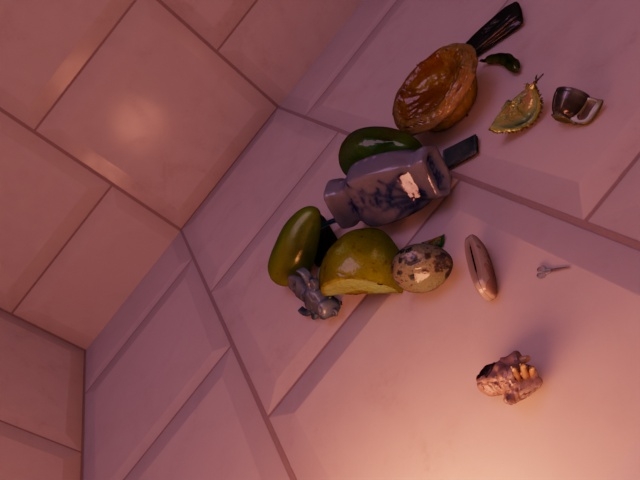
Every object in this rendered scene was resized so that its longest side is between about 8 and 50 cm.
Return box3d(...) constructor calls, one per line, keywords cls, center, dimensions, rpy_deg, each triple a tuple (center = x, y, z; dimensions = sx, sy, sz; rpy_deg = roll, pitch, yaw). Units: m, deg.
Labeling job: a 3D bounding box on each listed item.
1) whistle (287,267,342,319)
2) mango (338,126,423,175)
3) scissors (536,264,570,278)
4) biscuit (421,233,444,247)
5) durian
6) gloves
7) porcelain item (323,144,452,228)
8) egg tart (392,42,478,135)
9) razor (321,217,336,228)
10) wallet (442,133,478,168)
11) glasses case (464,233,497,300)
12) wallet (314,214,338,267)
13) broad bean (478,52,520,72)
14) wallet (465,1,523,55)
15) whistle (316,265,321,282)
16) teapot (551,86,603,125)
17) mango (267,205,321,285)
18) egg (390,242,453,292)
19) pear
box3d(cls="whistle", center=(-0.028, 0.189, 1.881), dimensions=(0.093, 0.180, 0.269), rpy_deg=(-22, 33, -34))
box3d(cls="mango", center=(0.213, -0.308, 1.993), dimensions=(0.382, 0.225, 0.201), rpy_deg=(3, 56, 54))
box3d(cls="scissors", center=(0.551, 0.070, 1.313), dimensions=(0.083, 0.006, 0.036), rpy_deg=(-16, 47, 47))
box3d(cls="biscuit", center=(0.337, 0.012, 1.676), dimensions=(0.089, 0.016, 0.046), rpy_deg=(-22, 40, 42))
box3d(cls="durian", center=(0.602, -0.393, 1.657), dimensions=(0.215, 0.100, 0.086), rpy_deg=(-49, 31, 20))
box3d(cls="gloves", center=(0.403, 0.299, 1.185), dimensions=(0.110, 0.094, 0.144), rpy_deg=(-32, 3, -12))
box3d(cls="porcelain item", center=(0.217, -0.174, 1.835), dimensions=(0.405, 0.242, 0.178), rpy_deg=(-17, 22, 39))
box3d(cls="egg tart", center=(0.429, -0.523, 1.989), dimensions=(0.388, 0.169, 0.388), rpy_deg=(-38, 33, 30))
box3d(cls="razor", center=(0.002, -0.045, 2.141), dimensions=(0.191, 0.037, 0.068), rpy_deg=(-32, 37, 33))
box3d(cls="wallet", center=(0.460, -0.287, 1.820), dimensions=(0.129, 0.026, 0.088), rpy_deg=(-25, 43, 38))
box3d(cls="glasses case", center=(0.415, 0.067, 1.438), dimensions=(0.051, 0.081, 0.204), rpy_deg=(-32, 36, 29))
box3d(cls="wallet", center=(0.001, 0.000, 2.163), dimensions=(0.124, 0.025, 0.244), rpy_deg=(-47, 32, 13))
box3d(cls="broad bean", center=(0.633, -0.621, 1.933), dimensions=(0.069, 0.039, 0.227), rpy_deg=(-44, 28, 2))
box3d(cls="wallet", center=(0.645, -0.792, 2.100), dimensions=(0.245, 0.052, 0.168), rpy_deg=(-33, 31, 36))
box3d(cls="whistle", center=(0.069, 0.091, 1.886), dimensions=(0.253, 0.102, 0.106), rpy_deg=(-40, -11, 34))
box3d(cls="teapot", center=(0.688, -0.365, 1.520), dimensions=(0.091, 0.092, 0.124), rpy_deg=(-68, 22, 5))
box3d(cls="mango", center=(-0.088, 0.022, 2.077), dimensions=(0.343, 0.156, 0.192), rpy_deg=(-66, 31, 22))
box3d(cls="egg", center=(0.284, 0.077, 1.554), dimensions=(0.182, 0.141, 0.141), rpy_deg=(-14, 46, 36))
box3d(cls="pear", center=(0.120, 0.044, 1.737), dimensions=(0.288, 0.139, 0.239), rpy_deg=(-6, 54, 31))
